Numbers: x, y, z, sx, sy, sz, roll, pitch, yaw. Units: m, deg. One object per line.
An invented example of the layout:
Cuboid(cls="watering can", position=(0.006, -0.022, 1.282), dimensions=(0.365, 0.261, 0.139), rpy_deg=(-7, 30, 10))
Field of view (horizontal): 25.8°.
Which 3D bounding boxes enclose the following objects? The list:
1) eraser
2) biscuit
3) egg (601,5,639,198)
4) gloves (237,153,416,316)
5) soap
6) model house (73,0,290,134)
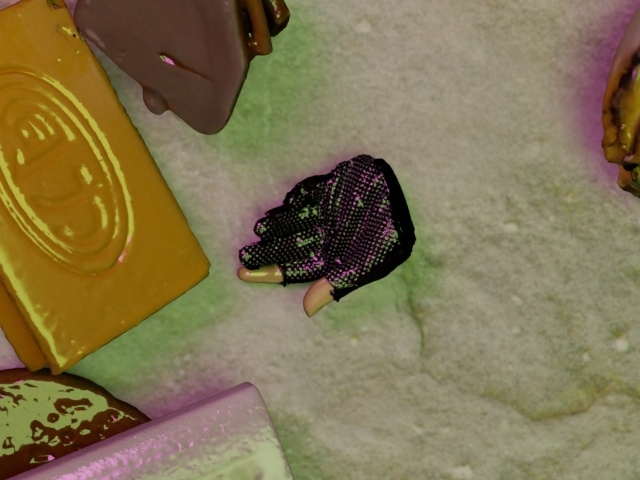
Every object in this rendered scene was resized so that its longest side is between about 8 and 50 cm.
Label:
Cuboid(cls="eraser", position=(-0.158, 0.264, 1.332), dimensions=(0.270, 0.095, 0.174), rpy_deg=(-21, 98, -14))
Cuboid(cls="biscuit", position=(-0.299, 0.276, 1.369), dimensions=(0.381, 0.074, 0.359), rpy_deg=(-9, 100, -18))
Cuboid(cls="egg", position=(0.421, -0.179, 1.497), dimensions=(0.264, 0.174, 0.286), rpy_deg=(13, 116, -17))
Cuboid(cls="gloves", position=(0.000, -0.002, 1.430), dimensions=(0.181, 0.106, 0.129), rpy_deg=(-21, 102, 15))
Cuboid(cls="soap", position=(-0.259, -0.059, 1.309), dimensions=(0.204, 0.096, 0.324), rpy_deg=(-35, 105, -26))
Cuboid(cls="model house", position=(-0.109, -0.260, 1.313), dimensions=(0.199, 0.219, 0.229), rpy_deg=(34, 41, -10))
